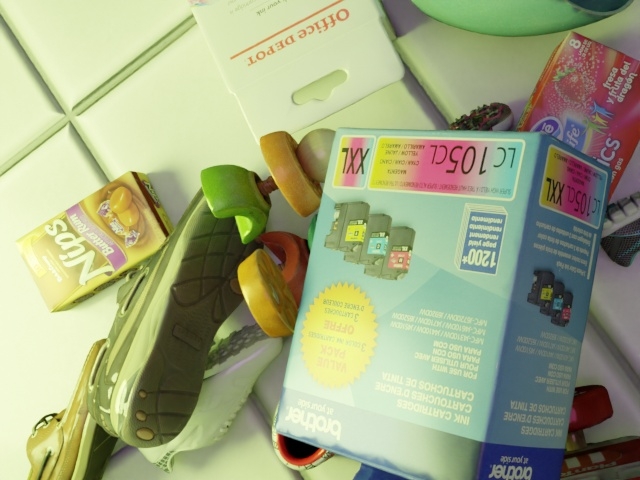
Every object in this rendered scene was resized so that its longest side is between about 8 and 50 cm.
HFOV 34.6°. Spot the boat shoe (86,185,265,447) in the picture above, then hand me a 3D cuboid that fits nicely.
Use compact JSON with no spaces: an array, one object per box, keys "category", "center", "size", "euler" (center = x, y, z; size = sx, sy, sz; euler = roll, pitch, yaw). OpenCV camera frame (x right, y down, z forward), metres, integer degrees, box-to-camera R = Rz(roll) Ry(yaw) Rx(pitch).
[{"category":"boat shoe","center":[-0.185,0.068,1.231],"size":[0.130,0.132,0.355],"euler":[6,61,37]}]

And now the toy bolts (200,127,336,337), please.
[{"category":"toy bolts","center":[0.000,0.000,1.165],"size":[0.159,0.228,0.218],"euler":[-26,62,10]}]

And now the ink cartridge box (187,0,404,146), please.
[{"category":"ink cartridge box","center":[-0.046,-0.300,1.243],"size":[0.207,0.119,0.353],"euler":[-25,82,10]}]

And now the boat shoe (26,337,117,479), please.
[{"category":"boat shoe","center":[-0.321,0.261,1.296],"size":[0.105,0.111,0.307],"euler":[17,92,12]}]

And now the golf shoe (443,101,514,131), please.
[{"category":"golf shoe","center":[0.165,-0.085,1.229],"size":[0.186,0.067,0.086],"euler":[-45,114,2]}]

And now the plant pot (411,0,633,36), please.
[{"category":"plant pot","center":[0.189,-0.344,1.138],"size":[0.195,0.290,0.290],"euler":[-22,83,46]}]

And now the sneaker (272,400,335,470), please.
[{"category":"sneaker","center":[0.032,0.147,1.203],"size":[0.090,0.145,0.270],"euler":[28,94,12]}]

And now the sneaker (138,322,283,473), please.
[{"category":"sneaker","center":[-0.133,0.193,1.280],"size":[0.235,0.090,0.094],"euler":[-36,99,10]}]

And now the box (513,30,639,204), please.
[{"category":"box","center":[0.271,-0.089,1.159],"size":[0.123,0.128,0.256],"euler":[26,95,4]}]

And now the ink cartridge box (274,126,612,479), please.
[{"category":"ink cartridge box","center":[0.114,0.095,1.028],"size":[0.270,0.151,0.395],"euler":[7,85,45]}]

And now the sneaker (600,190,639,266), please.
[{"category":"sneaker","center":[0.394,-0.027,1.179],"size":[0.167,0.065,0.076],"euler":[-27,100,14]}]

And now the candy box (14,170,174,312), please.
[{"category":"candy box","center":[-0.287,0.003,1.325],"size":[0.187,0.053,0.109],"euler":[-31,83,11]}]

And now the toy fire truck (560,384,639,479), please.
[{"category":"toy fire truck","center":[0.217,0.270,1.103],"size":[0.302,0.254,0.169],"euler":[-15,85,12]}]
